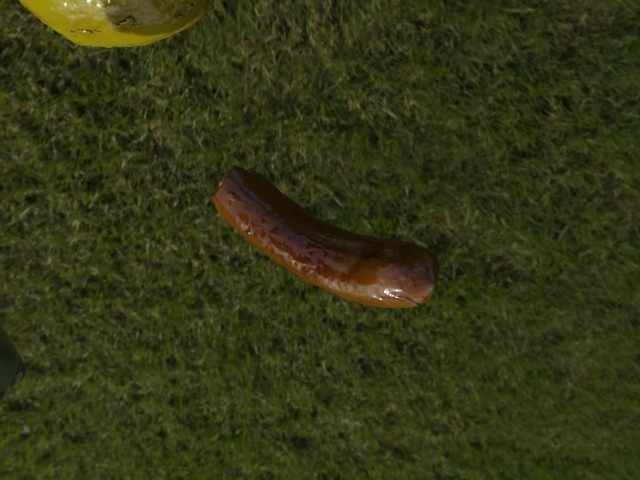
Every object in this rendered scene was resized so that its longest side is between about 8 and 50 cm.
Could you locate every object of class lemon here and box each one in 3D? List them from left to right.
[{"bbox_3d":[-0.251,-0.366,0.854,0.284,0.260,0.260,-25,123,1],"label":"lemon"}]

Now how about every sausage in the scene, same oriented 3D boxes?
[{"bbox_3d":[0.001,0.004,0.818,0.302,0.076,0.103,27,136,25],"label":"sausage"}]

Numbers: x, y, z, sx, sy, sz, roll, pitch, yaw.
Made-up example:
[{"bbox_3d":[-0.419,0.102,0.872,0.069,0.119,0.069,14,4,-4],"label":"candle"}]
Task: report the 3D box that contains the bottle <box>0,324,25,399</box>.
[{"bbox_3d":[-0.427,0.194,0.652,0.168,0.168,0.347,38,87,-26],"label":"bottle"}]
